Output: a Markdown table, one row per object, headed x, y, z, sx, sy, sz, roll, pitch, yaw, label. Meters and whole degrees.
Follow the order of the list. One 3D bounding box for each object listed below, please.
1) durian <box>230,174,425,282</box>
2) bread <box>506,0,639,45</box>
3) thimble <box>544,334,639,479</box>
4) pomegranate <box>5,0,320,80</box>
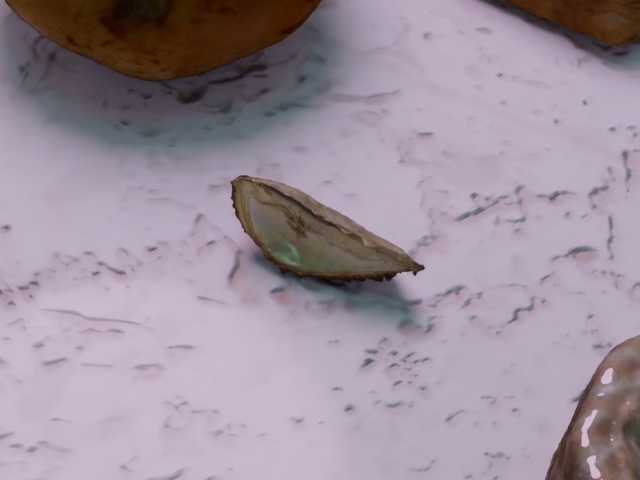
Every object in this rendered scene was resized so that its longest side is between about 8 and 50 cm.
| x | y | z | sx | sy | sz | roll | pitch | yaw | label |
| --- | --- | --- | --- | --- | --- | --- | --- | --- | --- |
| 0.005 | -0.009 | 1.120 | 0.130 | 0.066 | 0.052 | 27 | 54 | 4 | durian |
| 0.106 | -0.282 | 1.322 | 0.380 | 0.109 | 0.185 | 27 | 54 | 18 | bread |
| 0.210 | 0.159 | 0.952 | 0.196 | 0.148 | 0.229 | 15 | 50 | 8 | thimble |
| -0.102 | -0.223 | 1.182 | 0.248 | 0.248 | 0.248 | 3 | 51 | -3 | pomegranate |
